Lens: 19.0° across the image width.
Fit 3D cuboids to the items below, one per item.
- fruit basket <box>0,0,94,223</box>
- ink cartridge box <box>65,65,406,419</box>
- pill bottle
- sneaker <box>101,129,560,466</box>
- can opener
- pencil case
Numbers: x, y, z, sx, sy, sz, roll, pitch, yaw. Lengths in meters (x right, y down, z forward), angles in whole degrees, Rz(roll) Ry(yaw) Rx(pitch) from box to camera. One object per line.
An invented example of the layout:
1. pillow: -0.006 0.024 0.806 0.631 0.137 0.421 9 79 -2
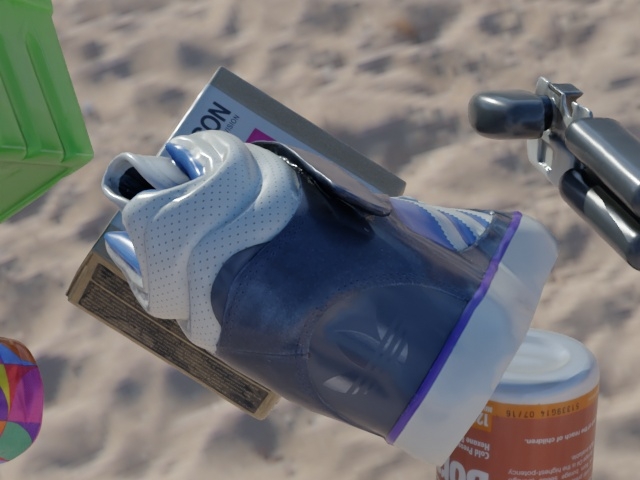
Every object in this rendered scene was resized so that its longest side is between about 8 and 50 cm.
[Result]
1. fruit basket: -0.362 -0.183 1.475 0.283 0.392 0.392 -34 28 11
2. ink cartridge box: -0.065 -0.001 1.571 0.193 0.088 0.234 32 54 -2
3. pill bottle: 0.149 0.185 1.471 0.121 0.216 0.121 1 20 0
4. sneaker: 0.000 0.000 1.065 0.236 0.130 0.323 31 13 2
5. can opener: 0.180 -0.053 1.400 0.095 0.076 0.283 -1 20 -12
6. pencil case: -0.307 0.107 1.331 0.104 0.104 0.236 14 3 44
